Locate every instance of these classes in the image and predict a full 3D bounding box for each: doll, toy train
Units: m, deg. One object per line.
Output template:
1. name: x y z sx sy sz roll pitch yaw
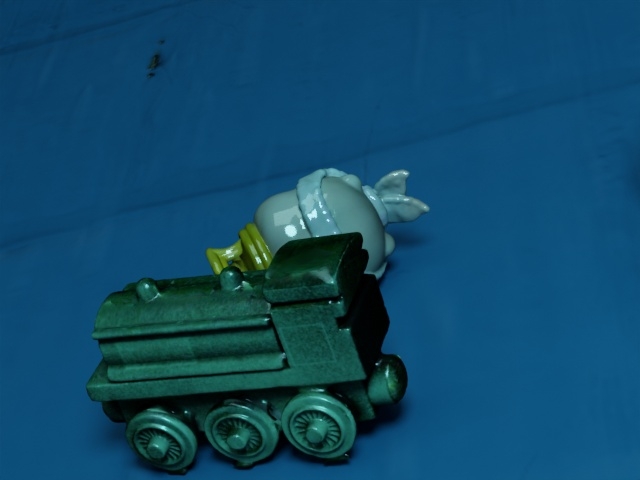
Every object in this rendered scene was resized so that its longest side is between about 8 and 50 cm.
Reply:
1. doll: 0.000 0.000 0.987 0.127 0.073 0.084 -25 -2 -3
2. toy train: -0.043 0.057 0.875 0.170 0.111 0.071 -6 29 23
